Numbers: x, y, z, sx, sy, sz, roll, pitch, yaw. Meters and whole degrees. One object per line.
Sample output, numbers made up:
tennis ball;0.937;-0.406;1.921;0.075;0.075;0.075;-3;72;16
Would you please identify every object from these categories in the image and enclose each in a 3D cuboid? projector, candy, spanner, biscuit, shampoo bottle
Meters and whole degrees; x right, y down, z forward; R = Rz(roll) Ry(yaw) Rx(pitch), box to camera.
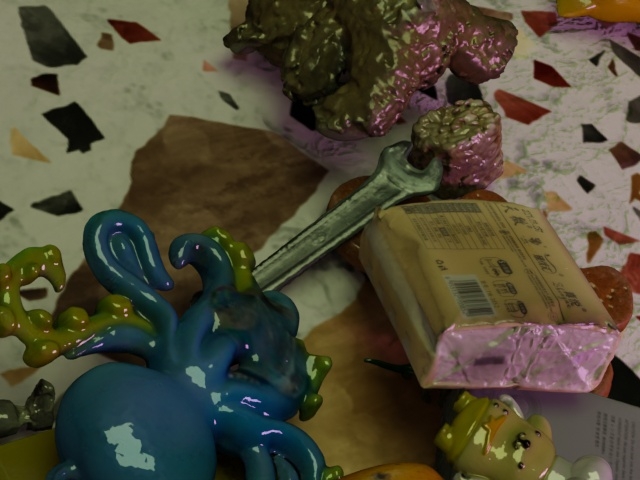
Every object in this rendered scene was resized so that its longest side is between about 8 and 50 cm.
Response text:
projector;0.192;0.252;1.664;0.192;0.099;0.257;16;50;-6
candy;0.139;-0.095;1.907;0.095;0.110;0.085;-23;64;-14
spanner;0.000;0.000;1.794;0.302;0.017;0.071;-38;71;-22
biscuit;0.151;0.037;1.843;0.324;0.049;0.205;27;49;1
shampoo bottle;-0.327;0.156;1.579;0.207;0.063;0.057;-8;58;-23

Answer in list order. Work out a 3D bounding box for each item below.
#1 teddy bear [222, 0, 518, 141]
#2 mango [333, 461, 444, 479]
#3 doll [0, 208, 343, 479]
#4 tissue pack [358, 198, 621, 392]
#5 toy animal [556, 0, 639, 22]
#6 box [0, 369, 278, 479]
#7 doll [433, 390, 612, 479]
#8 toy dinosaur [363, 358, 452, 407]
teddy bear;0.033;-0.215;1.908;0.256;0.156;0.267;12;33;44
mango;0.022;0.307;1.476;0.191;0.160;0.290;22;71;-11
doll;-0.126;0.133;1.605;0.346;0.099;0.341;50;42;5
tissue pack;0.149;0.048;1.712;0.186;0.090;0.222;1;30;-20
toy animal;0.386;-0.289;2.121;0.229;0.156;0.156;15;50;6
box;-0.155;0.214;1.608;0.279;0.041;0.153;-16;61;-28
doll;0.178;0.192;1.600;0.162;0.062;0.106;31;55;4
toy dinosaur;0.101;0.121;1.754;0.119;0.060;0.029;21;46;-6
